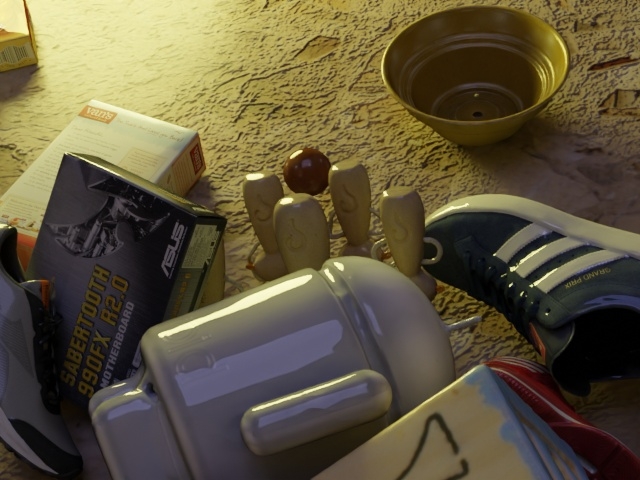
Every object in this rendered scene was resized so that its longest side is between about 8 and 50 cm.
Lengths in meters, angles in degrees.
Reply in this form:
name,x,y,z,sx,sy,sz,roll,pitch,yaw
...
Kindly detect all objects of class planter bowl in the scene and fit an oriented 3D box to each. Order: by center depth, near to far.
name,x,y,z,sx,sy,sz,roll,pitch,yaw
planter bowl,0.183,-0.176,1.555,0.217,0.090,0.217,-5,46,5

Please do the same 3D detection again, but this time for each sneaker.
name,x,y,z,sx,sy,sz,roll,pitch,yaw
sneaker,0.235,0.176,1.215,0.221,0.087,0.128,42,23,6
sneaker,0.215,0.060,1.248,0.350,0.131,0.148,12,54,39
sneaker,-0.293,0.106,1.287,0.108,0.100,0.271,-27,81,0

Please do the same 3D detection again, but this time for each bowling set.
name,x,y,z,sx,sy,sz,roll,pitch,yaw
bowling set,0.000,0.000,1.398,0.287,0.154,0.200,-3,24,17

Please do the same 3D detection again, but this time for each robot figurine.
name,x,y,z,sx,sy,sz,roll,pitch,yaw
robot figurine,-0.028,0.137,1.207,0.353,0.199,0.300,-21,10,-12

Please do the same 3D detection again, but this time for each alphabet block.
name,x,y,z,sx,sy,sz,roll,pitch,yaw
alphabet block,0.122,0.251,1.044,0.197,0.193,0.192,-35,44,11

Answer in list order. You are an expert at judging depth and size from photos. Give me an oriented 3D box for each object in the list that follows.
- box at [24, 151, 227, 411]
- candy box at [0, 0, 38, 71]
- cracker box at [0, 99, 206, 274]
name,x,y,z,sx,sy,sz,roll,pitch,yaw
box,-0.210,0.049,1.326,0.183,0.231,0.056,26,11,28
candy box,-0.478,-0.265,1.771,0.187,0.053,0.109,-16,47,-4
cracker box,-0.258,-0.050,1.522,0.156,0.067,0.232,19,53,23
